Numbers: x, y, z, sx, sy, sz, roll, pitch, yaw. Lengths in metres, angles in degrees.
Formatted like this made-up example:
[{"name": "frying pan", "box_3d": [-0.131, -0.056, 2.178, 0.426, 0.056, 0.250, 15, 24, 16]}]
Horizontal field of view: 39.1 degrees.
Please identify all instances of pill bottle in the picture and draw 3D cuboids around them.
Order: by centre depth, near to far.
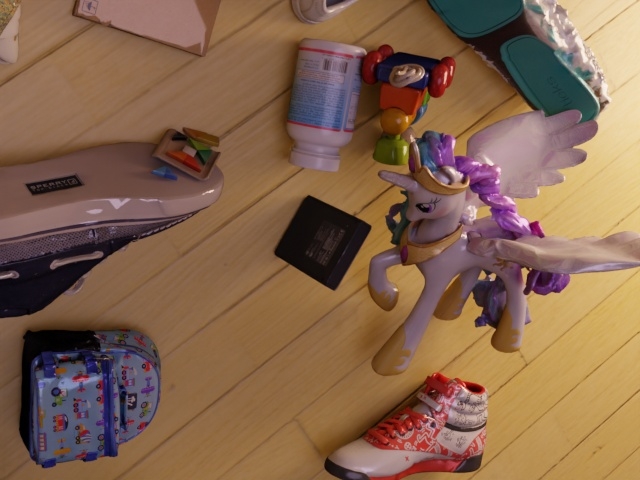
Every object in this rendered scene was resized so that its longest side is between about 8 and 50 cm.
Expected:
[{"name": "pill bottle", "box_3d": [0.004, -0.172, 1.152, 0.087, 0.087, 0.160, 6, 100, -26]}]

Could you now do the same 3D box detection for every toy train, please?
[{"name": "toy train", "box_3d": [0.096, -0.157, 1.126, 0.105, 0.248, 0.143, 13, 110, 10]}]

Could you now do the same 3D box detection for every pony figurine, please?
[{"name": "pony figurine", "box_3d": [0.224, 0.002, 1.185, 0.351, 0.303, 0.363, -8, 134, -14]}]

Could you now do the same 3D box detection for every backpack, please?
[{"name": "backpack", "box_3d": [-0.271, 0.188, 1.101, 0.173, 0.117, 0.158, 1, 103, -28]}]

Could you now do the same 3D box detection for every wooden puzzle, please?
[{"name": "wooden puzzle", "box_3d": [-0.160, -0.106, 1.088, 0.079, 0.116, 0.014, 20, 127, -11]}]

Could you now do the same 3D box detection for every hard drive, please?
[{"name": "hard drive", "box_3d": [0.000, 0.000, 1.166, 0.022, 0.135, 0.094, 30, 89, -37]}]

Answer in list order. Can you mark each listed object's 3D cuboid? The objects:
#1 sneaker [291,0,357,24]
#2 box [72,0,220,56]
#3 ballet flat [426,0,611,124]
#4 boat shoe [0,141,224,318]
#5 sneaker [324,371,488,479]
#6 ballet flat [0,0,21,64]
[{"name": "sneaker", "box_3d": [0.061, -0.349, 1.131, 0.212, 0.094, 0.080, -48, 115, -7]}, {"name": "box", "box_3d": [-0.185, -0.336, 1.062, 0.164, 0.021, 0.201, 14, 96, -27]}, {"name": "ballet flat", "box_3d": [0.256, -0.312, 1.223, 0.147, 0.147, 0.409, -51, 122, -5]}, {"name": "boat shoe", "box_3d": [-0.281, -0.011, 1.061, 0.341, 0.127, 0.158, -10, 134, -32]}, {"name": "sneaker", "box_3d": [0.131, 0.268, 1.321, 0.270, 0.090, 0.145, 2, 101, -29]}, {"name": "ballet flat", "box_3d": [-0.391, -0.189, 0.964, 0.123, 0.123, 0.348, 29, 89, -28]}]
